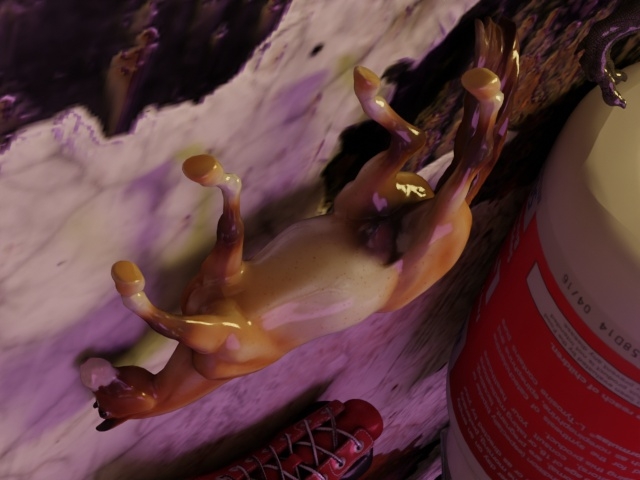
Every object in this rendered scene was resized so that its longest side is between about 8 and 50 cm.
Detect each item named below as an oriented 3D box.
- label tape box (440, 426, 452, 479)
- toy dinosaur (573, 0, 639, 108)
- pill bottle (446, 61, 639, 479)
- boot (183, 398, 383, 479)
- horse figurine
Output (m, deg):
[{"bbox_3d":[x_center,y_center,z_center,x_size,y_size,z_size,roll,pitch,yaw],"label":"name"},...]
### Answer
[{"bbox_3d":[0.335,0.232,1.225,0.348,0.115,0.249,-4,-178,42],"label":"label tape box"},{"bbox_3d":[0.168,-0.137,0.579,0.268,0.064,0.118,-26,148,-26],"label":"toy dinosaur"},{"bbox_3d":[0.220,0.078,0.852,0.229,0.229,0.407,-29,156,-25],"label":"pill bottle"},{"bbox_3d":[-0.037,0.159,0.793,0.176,0.088,0.244,-39,167,-4],"label":"boot"},{"bbox_3d":[0.000,0.000,0.561,0.263,0.066,0.174,-31,152,-14],"label":"horse figurine"}]
